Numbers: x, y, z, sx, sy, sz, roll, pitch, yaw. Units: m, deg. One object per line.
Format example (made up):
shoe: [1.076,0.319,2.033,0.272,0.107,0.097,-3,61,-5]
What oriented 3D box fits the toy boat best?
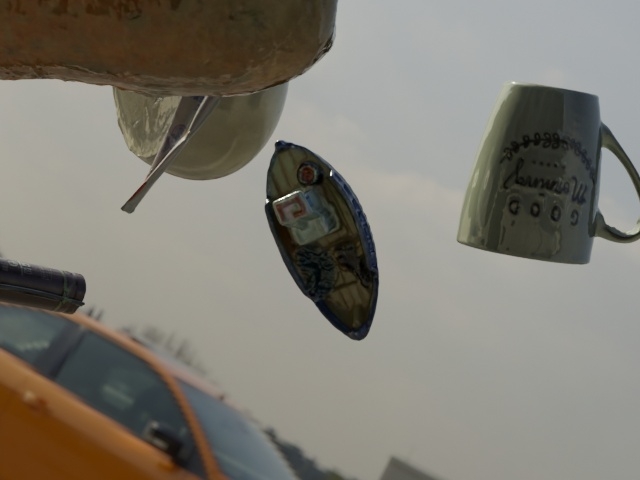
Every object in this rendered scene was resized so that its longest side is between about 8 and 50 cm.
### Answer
toy boat: [0.000,0.000,1.821,0.262,0.114,0.115,63,19,-12]

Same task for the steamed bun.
steamed bun: [-0.172,-0.253,2.271,0.206,0.324,0.324,1,9,-35]

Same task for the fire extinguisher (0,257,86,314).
fire extinguisher: [-0.301,0.038,1.406,0.158,0.043,0.064,13,13,-35]

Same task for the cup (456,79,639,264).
cup: [0.334,-0.089,2.034,0.258,0.234,0.186,11,6,0]

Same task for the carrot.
carrot: [-0.155,-0.235,1.296,0.340,0.224,0.224,0,-9,-1]

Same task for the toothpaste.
toothpaste: [-0.168,-0.163,1.876,0.048,0.301,0.075,29,4,-25]
